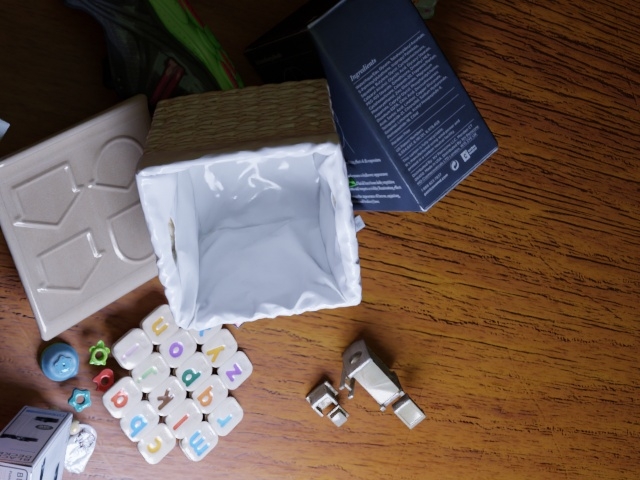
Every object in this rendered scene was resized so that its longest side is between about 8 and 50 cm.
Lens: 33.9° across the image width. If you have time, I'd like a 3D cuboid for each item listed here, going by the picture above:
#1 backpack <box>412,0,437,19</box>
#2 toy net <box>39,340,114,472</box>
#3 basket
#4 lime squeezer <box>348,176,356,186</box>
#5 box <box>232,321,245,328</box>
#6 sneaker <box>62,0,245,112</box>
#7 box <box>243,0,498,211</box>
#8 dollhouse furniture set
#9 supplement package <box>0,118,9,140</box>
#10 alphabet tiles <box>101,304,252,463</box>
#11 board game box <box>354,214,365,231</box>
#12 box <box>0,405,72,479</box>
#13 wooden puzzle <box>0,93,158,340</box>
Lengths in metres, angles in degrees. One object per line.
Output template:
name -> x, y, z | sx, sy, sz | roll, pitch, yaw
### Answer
backpack -> 0.146, -0.529, 2.065 | 0.165, 0.144, 0.188 | -4, 91, -20
toy net -> -0.432, 0.297, 1.882 | 0.122, 0.045, 0.232 | -6, 96, -27
basket -> -0.115, -0.067, 1.774 | 0.331, 0.266, 0.328 | -9, 123, 1
lime squeezer -> -0.067, -0.045, 2.013 | 0.310, 0.110, 0.059 | -38, 148, 12
box -> -0.170, 0.090, 1.985 | 0.094, 0.027, 0.137 | -41, 110, 7
sneaker -> -0.278, -0.306, 1.882 | 0.202, 0.185, 0.483 | -31, 111, 10
box -> 0.090, -0.268, 1.965 | 0.212, 0.293, 0.395 | -41, 109, -19
dollhouse furniture set -> 0.087, 0.323, 2.120 | 0.161, 0.101, 0.182 | -40, 110, 7
supplement package -> -0.626, -0.132, 1.684 | 0.149, 0.194, 0.203 | 31, 79, -22
alphabet tiles -> -0.262, 0.265, 1.951 | 0.278, 0.021, 0.284 | -43, 113, -29
board game box -> 0.000, 0.000, 2.038 | 0.154, 0.103, 0.026 | -35, 106, -20
box -> -0.486, 0.389, 1.702 | 0.087, 0.290, 0.169 | 10, 97, -3
wooden puzzle -> -0.400, -0.046, 1.802 | 0.322, 0.080, 0.348 | -33, 127, -35
